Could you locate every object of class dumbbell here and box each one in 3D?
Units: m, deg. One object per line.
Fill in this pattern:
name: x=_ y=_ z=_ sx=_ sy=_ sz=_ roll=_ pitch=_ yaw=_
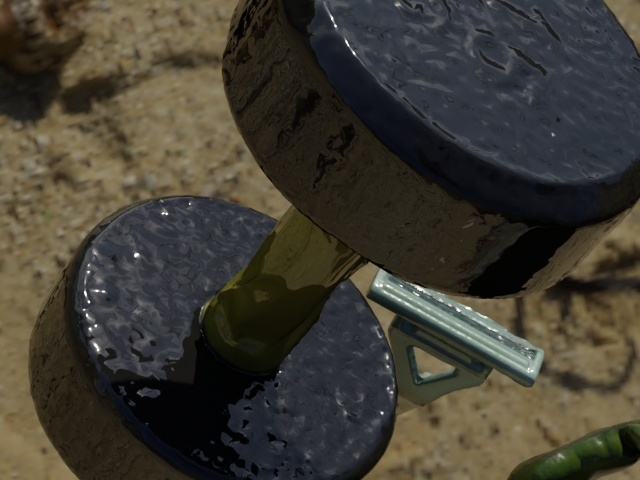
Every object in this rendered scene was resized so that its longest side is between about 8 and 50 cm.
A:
dumbbell: x=0.000 y=0.000 z=0.847 sx=0.204 sy=0.322 sz=0.203 roll=20 pitch=44 yaw=-21

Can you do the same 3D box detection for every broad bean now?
broad bean: x=0.213 y=0.179 z=1.346 sx=0.061 sy=0.195 sz=0.046 roll=-31 pitch=98 yaw=-78

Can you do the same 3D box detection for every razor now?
razor: x=0.055 y=0.092 z=1.102 sx=0.111 sy=0.278 sz=0.056 roll=29 pitch=72 yaw=0
